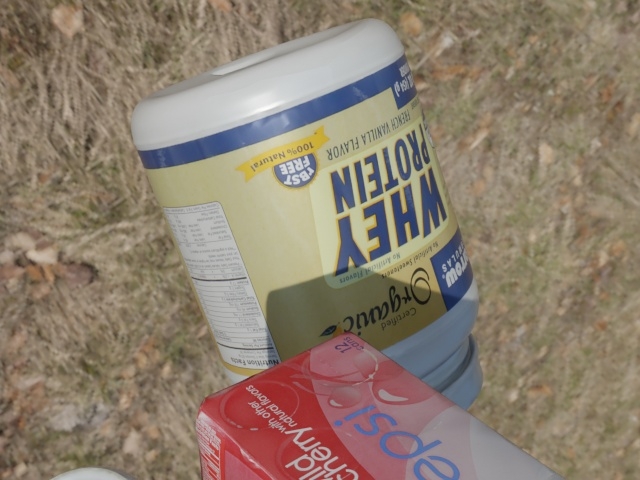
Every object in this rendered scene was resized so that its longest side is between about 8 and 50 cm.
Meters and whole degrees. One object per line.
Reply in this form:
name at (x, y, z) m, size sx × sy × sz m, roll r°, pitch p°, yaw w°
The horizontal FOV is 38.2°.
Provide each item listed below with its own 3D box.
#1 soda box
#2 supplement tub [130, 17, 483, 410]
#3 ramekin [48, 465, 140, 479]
soda box at (0.057, 0.134, 0.340) m, size 0.092 × 0.263 × 0.084 m, roll -21°, pitch 122°, yaw -30°
supplement tub at (0.000, 0.000, 0.768) m, size 0.228 × 0.316 × 0.228 m, roll -18°, pitch -165°, yaw 5°
ramekin at (-0.255, 0.351, 1.027) m, size 0.207 × 0.207 × 0.109 m, roll -33°, pitch 139°, yaw -14°
